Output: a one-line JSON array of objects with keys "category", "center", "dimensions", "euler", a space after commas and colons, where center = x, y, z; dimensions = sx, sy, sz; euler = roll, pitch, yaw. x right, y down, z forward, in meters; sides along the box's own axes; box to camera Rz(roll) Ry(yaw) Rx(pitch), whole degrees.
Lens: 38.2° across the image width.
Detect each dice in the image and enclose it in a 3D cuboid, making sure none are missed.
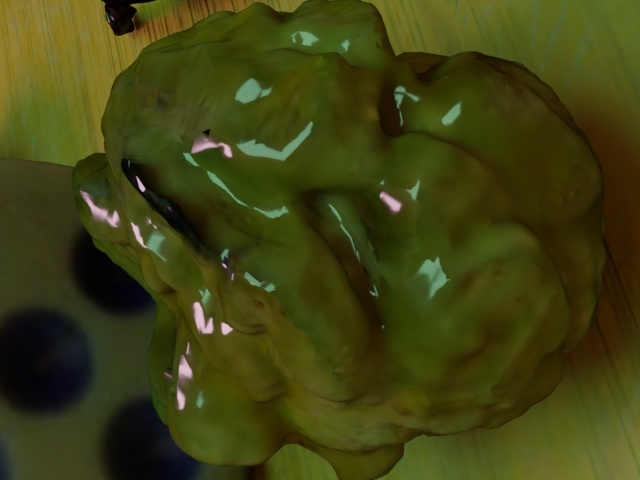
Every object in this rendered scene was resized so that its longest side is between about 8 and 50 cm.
[{"category": "dice", "center": [-0.250, 0.131, 0.656], "dimensions": [0.277, 0.304, 0.304], "euler": [-35, 61, 41]}]

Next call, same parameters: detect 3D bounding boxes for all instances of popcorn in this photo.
[{"category": "popcorn", "center": [0.000, 0.000, 0.464], "dimensions": [0.286, 0.215, 0.252], "euler": [18, 132, 49]}]

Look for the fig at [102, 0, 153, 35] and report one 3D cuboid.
[{"category": "fig", "center": [-0.141, -0.241, 0.669], "dimensions": [0.203, 0.186, 0.250], "euler": [32, 119, 26]}]
